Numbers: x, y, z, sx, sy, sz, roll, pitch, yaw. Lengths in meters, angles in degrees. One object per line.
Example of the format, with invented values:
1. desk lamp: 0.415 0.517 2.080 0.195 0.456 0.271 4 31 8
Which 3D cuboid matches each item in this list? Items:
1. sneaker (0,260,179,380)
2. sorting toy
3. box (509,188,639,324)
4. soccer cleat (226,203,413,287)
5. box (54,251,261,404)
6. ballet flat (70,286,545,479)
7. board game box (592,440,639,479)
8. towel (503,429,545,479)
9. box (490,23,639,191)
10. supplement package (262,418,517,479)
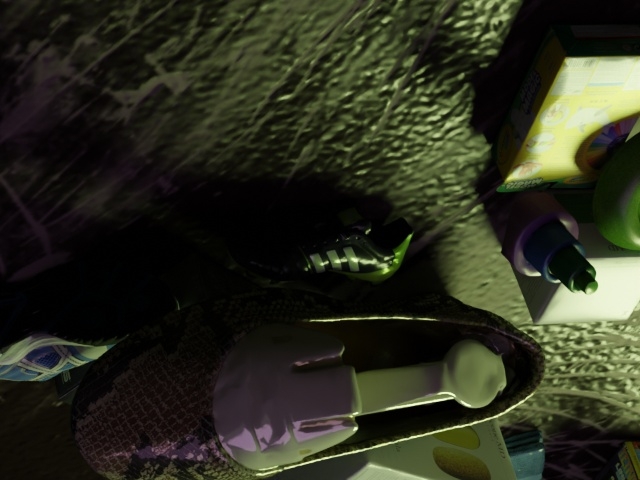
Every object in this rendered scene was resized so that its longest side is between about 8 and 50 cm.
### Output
1. sneaker: -0.225 0.074 1.644 0.211 0.080 0.081 -8 151 4
2. sorting toy: 0.339 -0.027 1.625 0.365 0.126 0.127 -19 130 -19
3. box: 0.243 0.014 1.740 0.101 0.087 0.102 -1 142 -22
4. soccer cleat: 0.000 0.000 1.652 0.179 0.060 0.072 3 130 -35
5. box: -0.106 0.116 1.758 0.183 0.056 0.231 -33 142 22
6. ballet flat: 0.020 0.119 1.635 0.482 0.164 0.182 -5 -175 -44
7. board game box: 0.359 0.336 2.152 0.048 0.170 0.141 4 140 -25
8. towel: 0.215 0.255 2.104 0.067 0.029 0.119 -12 145 -8
9. box: 0.215 -0.108 1.604 0.105 0.043 0.179 -3 140 -21
10. supplement package: 0.068 0.222 1.903 0.244 0.139 0.134 20 131 -43
